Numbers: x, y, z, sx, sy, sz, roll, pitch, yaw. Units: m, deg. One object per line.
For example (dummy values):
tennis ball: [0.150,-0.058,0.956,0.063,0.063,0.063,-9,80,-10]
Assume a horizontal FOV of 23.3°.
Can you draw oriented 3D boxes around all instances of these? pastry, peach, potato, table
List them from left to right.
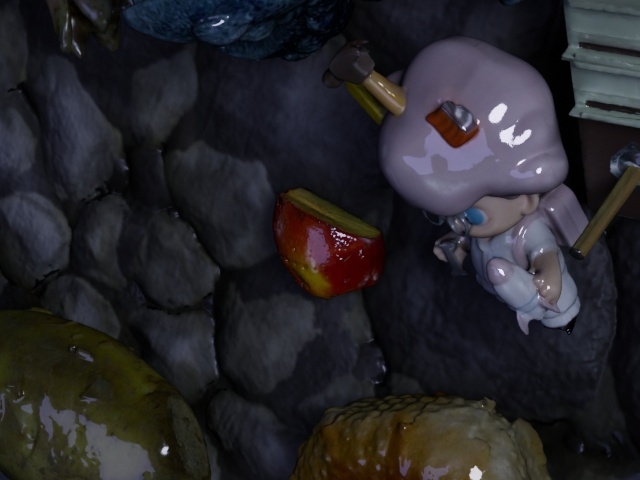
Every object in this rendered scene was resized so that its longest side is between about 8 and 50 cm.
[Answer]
potato: [-0.187,0.139,1.198,0.251,0.113,0.149,22,109,18]
peach: [0.000,0.000,1.059,0.077,0.050,0.083,-21,89,36]
pastry: [0.067,0.194,1.048,0.192,0.093,0.182,-9,103,36]
table: [0.179,-0.088,0.813,0.121,0.111,0.240,13,136,31]

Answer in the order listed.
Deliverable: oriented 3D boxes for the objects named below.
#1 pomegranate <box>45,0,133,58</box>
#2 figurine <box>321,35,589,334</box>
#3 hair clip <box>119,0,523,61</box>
pomegranate: [-0.183,-0.229,1.022,0.187,0.187,0.225,-28,82,37]
figurine: [0.098,-0.039,0.919,0.137,0.112,0.229,33,157,56]
hair clip: [-0.006,-0.188,0.875,0.206,0.310,0.194,-22,94,7]
